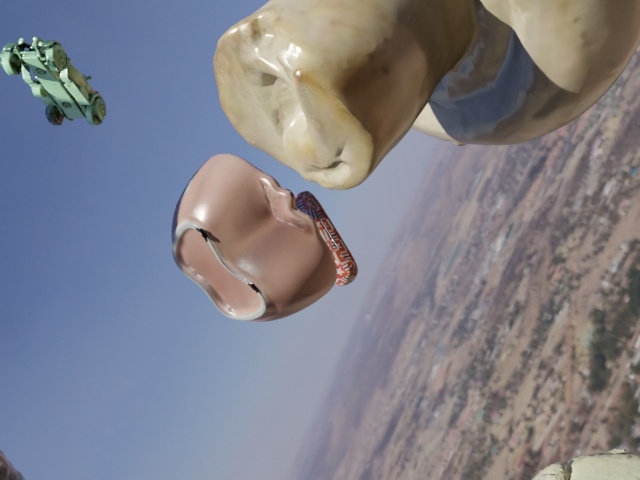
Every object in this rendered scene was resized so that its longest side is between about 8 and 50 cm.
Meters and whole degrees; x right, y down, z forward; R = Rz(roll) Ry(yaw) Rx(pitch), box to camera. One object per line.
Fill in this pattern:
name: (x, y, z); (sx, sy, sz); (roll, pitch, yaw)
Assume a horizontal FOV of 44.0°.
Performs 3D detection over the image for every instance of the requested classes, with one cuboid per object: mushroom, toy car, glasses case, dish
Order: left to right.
toy car: (-0.309, -0.187, 0.930); (0.143, 0.073, 0.054); (65, -152, -62)
dish: (-0.094, 0.016, 0.896); (0.090, 0.213, 0.213); (-45, -17, -37)
glasses case: (0.000, 0.000, 1.442); (0.049, 0.194, 0.073); (-19, -26, -27)
mushroom: (0.047, -0.171, 0.509); (0.290, 0.292, 0.292); (-40, -16, -25)

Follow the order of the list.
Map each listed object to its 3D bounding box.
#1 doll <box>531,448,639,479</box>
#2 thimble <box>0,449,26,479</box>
doll: (0.282, 0.314, 0.658); (0.149, 0.175, 0.278); (65, -166, -74)
thimble: (-0.547, 0.388, 1.133); (0.150, 0.237, 0.237); (65, -145, -32)
